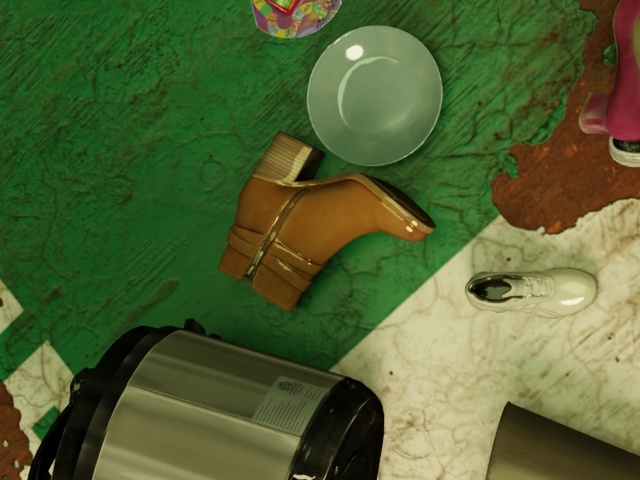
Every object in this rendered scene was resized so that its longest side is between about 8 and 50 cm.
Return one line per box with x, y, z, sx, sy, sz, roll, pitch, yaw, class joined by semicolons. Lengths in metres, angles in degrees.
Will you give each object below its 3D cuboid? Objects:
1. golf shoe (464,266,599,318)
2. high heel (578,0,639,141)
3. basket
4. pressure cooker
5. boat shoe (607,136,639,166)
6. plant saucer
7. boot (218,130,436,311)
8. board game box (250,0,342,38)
0.274;0.069;1.856;0.176;0.086;0.069;-5;85;17;golf shoe
0.416;-0.236;1.785;0.117;0.082;0.244;12;68;53;high heel
0.327;0.327;1.798;0.226;0.154;0.204;11;93;15;basket
-0.159;0.301;1.844;0.420;0.370;0.376;15;89;15;pressure cooker
0.476;-0.140;1.798;0.227;0.081;0.079;-13;84;18;boat shoe
0.078;-0.198;1.958;0.195;0.037;0.195;-1;87;18;plant saucer
0.000;0.000;1.936;0.283;0.109;0.220;27;95;20;boot
-0.047;-0.372;2.009;0.133;0.033;0.169;-14;83;17;board game box
